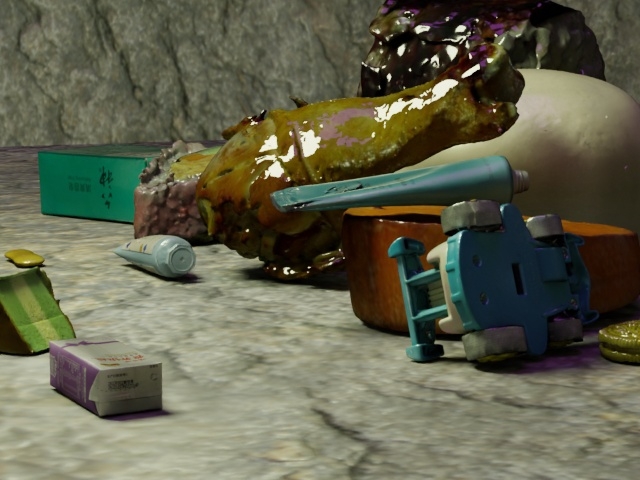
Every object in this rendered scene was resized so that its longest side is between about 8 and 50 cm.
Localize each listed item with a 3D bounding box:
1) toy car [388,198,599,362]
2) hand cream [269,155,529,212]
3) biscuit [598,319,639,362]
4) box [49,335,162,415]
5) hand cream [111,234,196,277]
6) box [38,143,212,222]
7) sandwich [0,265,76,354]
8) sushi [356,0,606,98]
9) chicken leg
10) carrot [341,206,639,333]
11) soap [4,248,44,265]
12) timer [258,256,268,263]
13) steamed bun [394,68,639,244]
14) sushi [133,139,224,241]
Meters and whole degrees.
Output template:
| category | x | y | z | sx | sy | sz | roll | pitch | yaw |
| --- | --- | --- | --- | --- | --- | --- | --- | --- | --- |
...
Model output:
| category | x | y | z | sx | sy | sz | roll | pitch | yaw |
| --- | --- | --- | --- | --- | --- | --- | --- | --- | --- |
| toy car | 0.139 | 0.036 | 1.409 | 0.098 | 0.126 | 0.161 | -18 | -11 | 42 |
| hand cream | 0.071 | -0.043 | 1.538 | 0.224 | 0.048 | 0.083 | -5 | 11 | -9 |
| biscuit | 0.258 | 0.079 | 1.377 | 0.084 | 0.023 | 0.084 | -3 | 9 | 0 |
| box | -0.156 | 0.097 | 1.272 | 0.051 | 0.036 | 0.117 | -5 | 9 | -24 |
| hand cream | -0.170 | 0.015 | 1.875 | 0.065 | 0.043 | 0.171 | -3 | 3 | -20 |
| box | -0.255 | -0.079 | 2.412 | 0.153 | 0.092 | 0.245 | -10 | 10 | -43 |
| sandwich | -0.278 | 0.084 | 1.500 | 0.116 | 0.074 | 0.074 | -34 | -10 | 29 |
| sushi | 0.215 | -0.189 | 2.390 | 0.294 | 0.299 | 0.281 | 7 | 27 | 39 |
| chicken leg | 0.027 | -0.066 | 1.775 | 0.361 | 0.211 | 0.140 | -14 | -24 | 29 |
| carrot | 0.159 | 0.015 | 1.596 | 0.258 | 0.100 | 0.307 | 9 | 13 | 43 |
| soap | -0.331 | 0.019 | 1.977 | 0.034 | 0.012 | 0.089 | -4 | 8 | -22 |
| timer | 0.000 | 0.000 | 1.937 | 0.128 | 0.047 | 0.140 | 0 | 8 | 25 |
| steamed bun | 0.220 | -0.086 | 1.948 | 0.324 | 0.206 | 0.324 | 0 | 7 | 0 |
| sushi | -0.122 | -0.054 | 2.139 | 0.161 | 0.107 | 0.241 | 0 | 16 | 13 |
